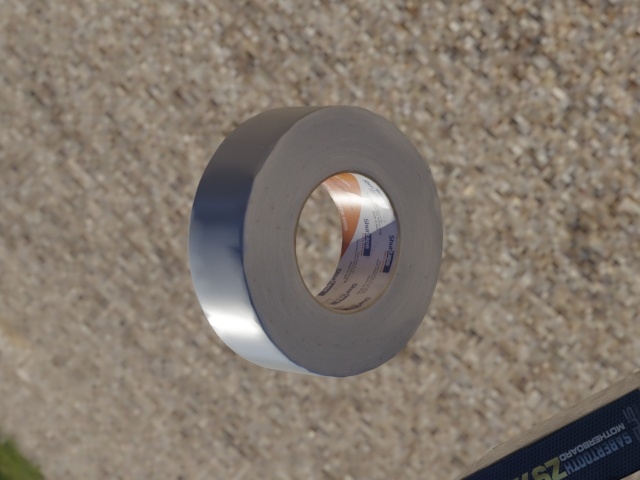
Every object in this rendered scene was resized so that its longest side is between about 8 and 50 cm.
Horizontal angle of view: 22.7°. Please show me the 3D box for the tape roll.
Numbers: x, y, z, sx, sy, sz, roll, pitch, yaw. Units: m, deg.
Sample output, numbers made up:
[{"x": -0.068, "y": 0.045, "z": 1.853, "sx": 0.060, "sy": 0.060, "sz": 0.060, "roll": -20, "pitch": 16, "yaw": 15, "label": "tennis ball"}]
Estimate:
[{"x": 0.000, "y": 0.000, "z": 1.297, "sx": 0.072, "sy": 0.219, "sz": 0.219, "roll": 4, "pitch": 136, "yaw": 48, "label": "tape roll"}]

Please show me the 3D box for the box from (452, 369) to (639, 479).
[{"x": 0.203, "y": 0.168, "z": 1.278, "sx": 0.059, "sy": 0.183, "sz": 0.232, "roll": 62, "pitch": -164, "yaw": 7, "label": "box"}]
